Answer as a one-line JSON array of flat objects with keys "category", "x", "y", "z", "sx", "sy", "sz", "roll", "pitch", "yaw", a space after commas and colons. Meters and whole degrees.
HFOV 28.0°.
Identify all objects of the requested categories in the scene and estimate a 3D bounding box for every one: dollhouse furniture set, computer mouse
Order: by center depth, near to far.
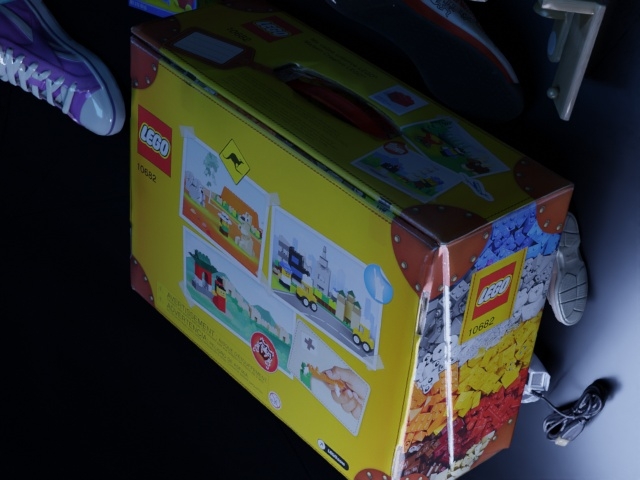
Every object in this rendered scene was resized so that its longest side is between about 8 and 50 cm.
[{"category": "dollhouse furniture set", "x": 0.172, "y": -0.214, "z": 1.243, "sx": 0.151, "sy": 0.144, "sz": 0.123, "roll": 6, "pitch": 126, "yaw": -7}, {"category": "computer mouse", "x": 0.231, "y": 0.146, "z": 1.461, "sx": 0.193, "sy": 0.042, "sz": 0.106, "roll": 40, "pitch": 139, "yaw": 14}]

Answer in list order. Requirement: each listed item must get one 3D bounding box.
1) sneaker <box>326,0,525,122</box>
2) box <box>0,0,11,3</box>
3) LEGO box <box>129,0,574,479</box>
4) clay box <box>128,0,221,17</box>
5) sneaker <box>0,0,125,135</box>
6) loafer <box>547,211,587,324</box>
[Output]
[{"category": "sneaker", "x": 0.122, "y": -0.247, "z": 1.322, "sx": 0.270, "sy": 0.145, "sz": 0.090, "roll": 34, "pitch": 143, "yaw": -25}, {"category": "box", "x": -0.362, "y": -0.364, "z": 1.618, "sx": 0.060, "sy": 0.244, "sz": 0.100, "roll": -9, "pitch": 104, "yaw": 46}, {"category": "LEGO box", "x": 0.000, "y": 0.000, "z": 1.442, "sx": 0.500, "sy": 0.193, "sz": 0.372, "roll": 37, "pitch": 135, "yaw": 35}, {"category": "clay box", "x": -0.181, "y": -0.384, "z": 1.574, "sx": 0.127, "sy": 0.053, "sz": 0.222, "roll": 24, "pitch": 127, "yaw": 34}, {"category": "sneaker", "x": -0.410, "y": -0.233, "z": 1.801, "sx": 0.282, "sy": 0.161, "sz": 0.102, "roll": 44, "pitch": 134, "yaw": 17}, {"category": "loafer", "x": 0.257, "y": 0.027, "z": 1.374, "sx": 0.039, "sy": 0.045, "sz": 0.125, "roll": 15, "pitch": 116, "yaw": 59}]
